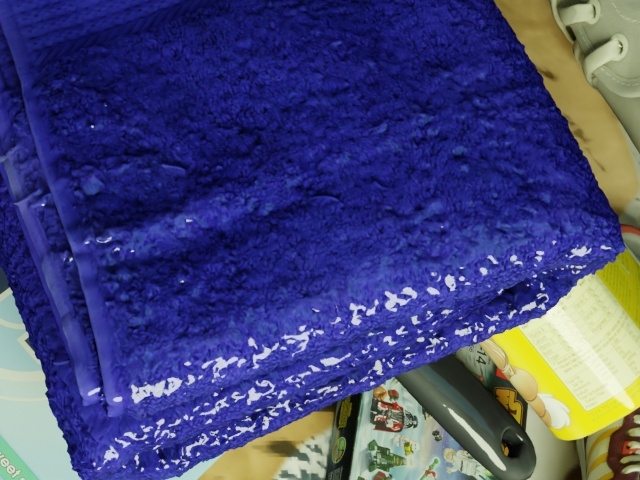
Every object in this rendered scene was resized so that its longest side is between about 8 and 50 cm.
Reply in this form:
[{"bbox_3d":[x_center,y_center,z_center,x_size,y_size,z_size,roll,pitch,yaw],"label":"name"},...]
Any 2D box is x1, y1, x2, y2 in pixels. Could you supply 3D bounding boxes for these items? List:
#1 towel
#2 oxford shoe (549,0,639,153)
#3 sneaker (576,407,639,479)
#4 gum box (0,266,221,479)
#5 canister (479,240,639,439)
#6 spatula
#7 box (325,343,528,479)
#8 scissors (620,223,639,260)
[{"bbox_3d":[-0.045,-0.080,0.590,0.228,0.076,0.308,-24,66,-4],"label":"towel"},{"bbox_3d":[0.188,-0.139,0.842,0.130,0.169,0.449,-10,78,9],"label":"oxford shoe"},{"bbox_3d":[0.156,0.116,0.704,0.070,0.084,0.185,19,68,-6],"label":"sneaker"},{"bbox_3d":[-0.112,0.049,0.620,0.157,0.041,0.184,49,53,-1],"label":"gum box"},{"bbox_3d":[0.087,-0.004,0.692,0.170,0.073,0.126,50,24,-14],"label":"canister"},{"bbox_3d":[0.000,0.000,0.677,0.296,0.030,0.084,49,55,-9],"label":"spatula"},{"bbox_3d":[0.051,0.101,0.702,0.094,0.027,0.137,22,59,-22],"label":"box"},{"bbox_3d":[0.180,0.131,0.770,0.109,0.021,0.297,-6,71,-33],"label":"scissors"}]
